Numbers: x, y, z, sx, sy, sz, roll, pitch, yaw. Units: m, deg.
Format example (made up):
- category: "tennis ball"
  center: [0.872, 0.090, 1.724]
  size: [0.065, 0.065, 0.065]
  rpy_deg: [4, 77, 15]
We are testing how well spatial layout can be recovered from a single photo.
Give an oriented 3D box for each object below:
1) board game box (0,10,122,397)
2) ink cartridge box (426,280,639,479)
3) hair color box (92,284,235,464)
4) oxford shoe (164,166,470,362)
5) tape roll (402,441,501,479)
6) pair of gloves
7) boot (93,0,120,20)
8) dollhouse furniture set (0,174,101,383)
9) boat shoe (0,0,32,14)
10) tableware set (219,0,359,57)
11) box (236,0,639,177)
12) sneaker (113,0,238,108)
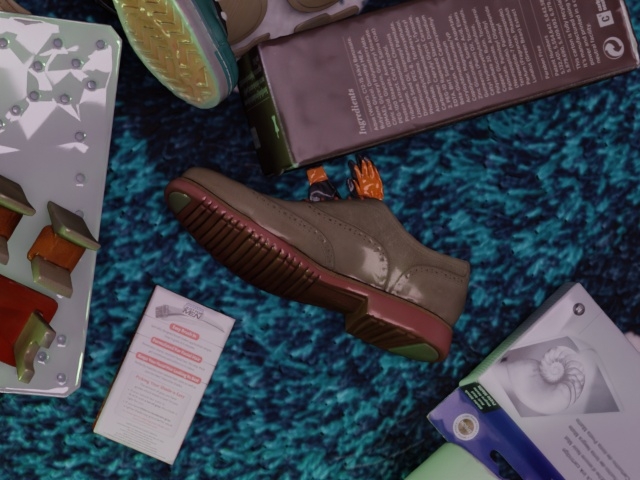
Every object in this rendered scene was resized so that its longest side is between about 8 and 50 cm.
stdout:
- category: "board game box"
  center: [-0.416, -0.049, 1.757]
  size: [0.390, 0.050, 0.390]
  rpy_deg: [6, 104, -11]
- category: "ink cartridge box"
  center: [0.270, 0.198, 1.929]
  size: [0.224, 0.045, 0.223]
  rpy_deg: [-43, 97, -8]
- category: "hair color box"
  center: [-0.165, 0.140, 1.846]
  size: [0.093, 0.053, 0.167]
  rpy_deg: [24, 87, -8]
- category: "oxford shoe"
  center: [0.000, 0.000, 1.859]
  size: [0.348, 0.123, 0.130]
  rpy_deg: [30, 69, -14]
- category: "tape roll"
  center: [0.188, 0.344, 1.794]
  size: [0.100, 0.286, 0.286]
  rpy_deg: [-41, 96, -9]
- category: "pair of gloves"
  center: [0.028, -0.052, 1.905]
  size: [0.083, 0.010, 0.074]
  rpy_deg: [-16, 93, -9]
- category: "boot"
  center: [-0.219, -0.280, 1.813]
  size: [0.219, 0.106, 0.082]
  rpy_deg: [37, 83, -8]
- category: "dollhouse furniture set"
  center: [-0.385, 0.044, 1.715]
  size: [0.259, 0.135, 0.262]
  rpy_deg: [28, 99, -26]
- category: "boat shoe"
  center: [-0.400, -0.301, 1.784]
  size: [0.103, 0.113, 0.302]
  rpy_deg: [-33, 106, -10]
- category: "tableware set"
  center: [-0.052, -0.266, 1.847]
  size: [0.194, 0.128, 0.039]
  rpy_deg: [-23, 54, -15]
- category: "box"
  center: [0.115, -0.183, 1.833]
  size: [0.381, 0.191, 0.143]
  rpy_deg: [-18, 93, -11]
- category: "sneaker"
  center: [-0.151, -0.279, 1.724]
  size: [0.121, 0.108, 0.302]
  rpy_deg: [-34, 95, -36]
